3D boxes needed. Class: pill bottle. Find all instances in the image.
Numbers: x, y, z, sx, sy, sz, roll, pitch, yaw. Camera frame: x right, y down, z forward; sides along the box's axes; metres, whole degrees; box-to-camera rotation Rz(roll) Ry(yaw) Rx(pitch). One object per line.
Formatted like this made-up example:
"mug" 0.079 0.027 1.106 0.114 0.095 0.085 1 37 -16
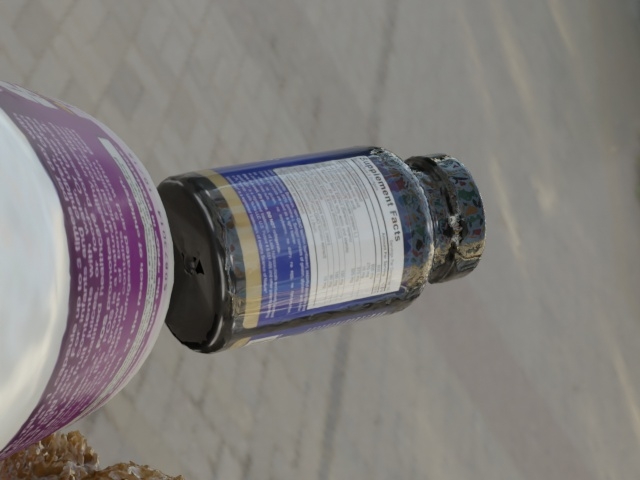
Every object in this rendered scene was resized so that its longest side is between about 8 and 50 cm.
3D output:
"pill bottle" 0.000 0.000 1.043 0.219 0.123 0.122 -10 75 -30
"pill bottle" -0.163 0.012 0.575 0.301 0.169 0.169 -7 75 -85

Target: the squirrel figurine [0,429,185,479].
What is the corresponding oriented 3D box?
"squirrel figurine" -0.255 0.286 1.159 0.397 0.370 0.281 -113 -151 -64
